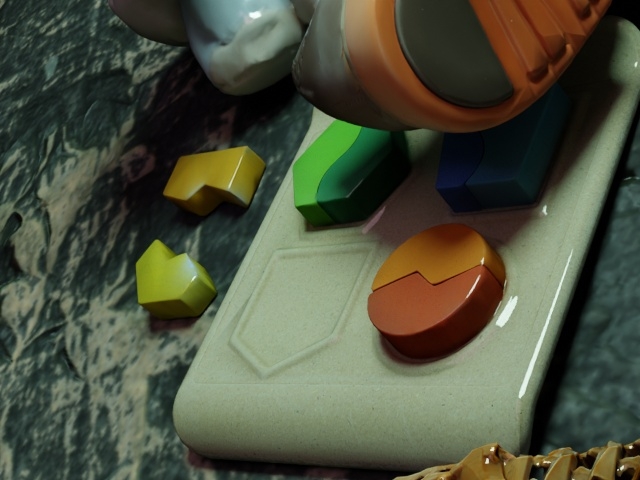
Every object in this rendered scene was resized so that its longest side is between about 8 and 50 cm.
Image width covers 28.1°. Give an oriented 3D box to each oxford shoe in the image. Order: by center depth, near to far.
[{"bbox_3d":[0.117,-0.193,0.620,0.363,0.130,0.132,-44,19,-20],"label":"oxford shoe"}]

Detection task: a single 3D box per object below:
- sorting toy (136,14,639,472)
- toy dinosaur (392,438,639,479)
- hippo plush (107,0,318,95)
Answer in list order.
[{"bbox_3d":[0.000,0.000,0.644,0.307,0.041,0.229,-5,53,43],"label":"sorting toy"},{"bbox_3d":[0.006,0.149,0.425,0.322,0.164,0.218,-57,14,24],"label":"toy dinosaur"},{"bbox_3d":[-0.068,-0.251,0.728,0.234,0.236,0.294,10,82,36],"label":"hippo plush"}]
